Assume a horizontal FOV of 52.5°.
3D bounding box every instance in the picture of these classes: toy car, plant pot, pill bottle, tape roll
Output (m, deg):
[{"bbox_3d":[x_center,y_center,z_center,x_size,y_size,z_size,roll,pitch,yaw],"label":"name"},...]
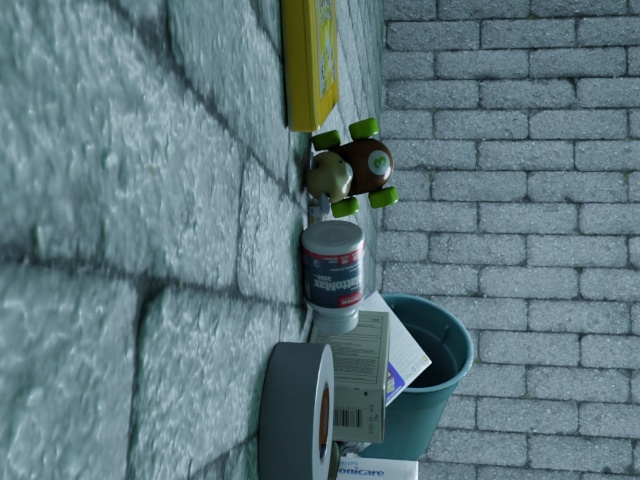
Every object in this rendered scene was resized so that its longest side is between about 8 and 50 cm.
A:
[{"bbox_3d":[0.033,-0.112,1.100,0.188,0.148,0.155,-29,104,-63],"label":"toy car"},{"bbox_3d":[0.185,0.368,1.657,0.341,0.340,0.334,-77,174,-54],"label":"plant pot"},{"bbox_3d":[0.024,0.066,1.123,0.108,0.107,0.180,-74,163,-60],"label":"pill bottle"},{"bbox_3d":[-0.028,0.254,0.915,0.219,0.072,0.219,2,90,-82],"label":"tape roll"}]

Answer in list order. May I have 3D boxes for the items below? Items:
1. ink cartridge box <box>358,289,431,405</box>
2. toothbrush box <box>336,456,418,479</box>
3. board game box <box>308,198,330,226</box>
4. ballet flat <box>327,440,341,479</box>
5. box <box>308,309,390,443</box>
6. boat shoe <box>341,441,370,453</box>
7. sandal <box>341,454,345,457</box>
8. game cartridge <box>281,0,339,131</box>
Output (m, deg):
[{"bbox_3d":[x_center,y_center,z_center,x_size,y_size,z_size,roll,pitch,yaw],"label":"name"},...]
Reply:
[{"bbox_3d":[0.117,0.240,1.417,0.206,0.208,0.045,-31,171,-41],"label":"ink cartridge box"},{"bbox_3d":[0.121,0.654,1.532,0.126,0.216,0.296,-77,167,-56],"label":"toothbrush box"},{"bbox_3d":[0.000,0.000,1.227,0.103,0.026,0.154,-65,155,-72],"label":"board game box"},{"bbox_3d":[0.012,0.387,1.325,0.084,0.058,0.250,-140,-125,-73],"label":"ballet flat"},{"bbox_3d":[0.050,0.242,1.194,0.232,0.148,0.127,-72,162,-62],"label":"box"},{"bbox_3d":[0.074,0.401,1.384,0.258,0.084,0.095,116,-26,-63],"label":"boat shoe"},{"bbox_3d":[0.044,0.493,1.584,0.072,0.049,0.180,-71,176,-48],"label":"sandal"},{"bbox_3d":[-0.011,-0.356,1.005,0.285,0.052,0.324,-70,161,-66],"label":"game cartridge"}]
